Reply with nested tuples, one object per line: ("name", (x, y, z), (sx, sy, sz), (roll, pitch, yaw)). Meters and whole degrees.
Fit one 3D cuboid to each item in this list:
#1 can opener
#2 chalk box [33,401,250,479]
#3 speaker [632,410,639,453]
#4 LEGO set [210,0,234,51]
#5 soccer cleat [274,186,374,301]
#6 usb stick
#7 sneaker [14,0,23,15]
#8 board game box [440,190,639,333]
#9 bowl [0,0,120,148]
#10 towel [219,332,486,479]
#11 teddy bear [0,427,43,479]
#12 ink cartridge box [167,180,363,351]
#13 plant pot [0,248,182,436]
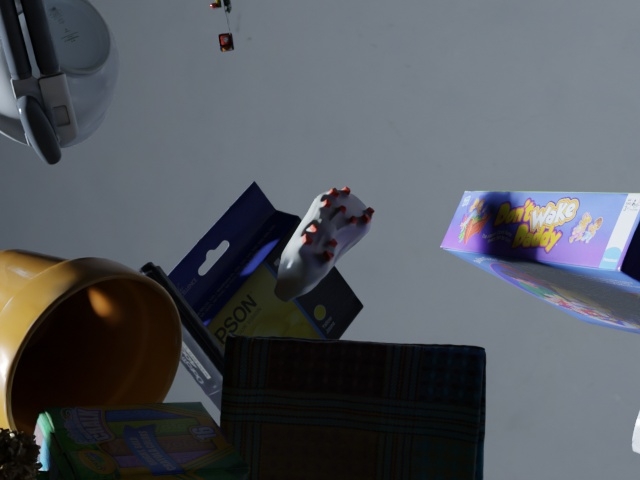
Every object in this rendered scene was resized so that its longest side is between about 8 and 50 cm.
("can opener", (-0.391, -0.241, 1.405), (0.095, 0.076, 0.283), (-122, 21, -53))
("chalk box", (-0.194, 0.237, 0.938), (0.132, 0.213, 0.132), (38, 121, 55))
("speaker", (0.284, 0.142, 0.694), (0.136, 0.055, 0.055), (20, 106, 32))
("LEGO set", (-0.163, -0.390, 1.455), (0.060, 0.244, 0.182), (-9, 50, 0))
("soccer cleat", (0.000, 0.000, 1.102), (0.068, 0.196, 0.076), (40, 119, 1))
("usb stick", (-0.173, 0.152, 1.437), (0.278, 0.045, 0.077), (53, 140, -5))
("sneaker", (-0.466, -0.440, 1.539), (0.105, 0.115, 0.281), (-31, 37, 3))
("board game box", (0.314, 0.031, 1.101), (0.078, 0.233, 0.347), (-66, 20, -6))
("bowl", (-0.432, -0.308, 1.654), (0.134, 0.298, 0.297), (-23, 81, 42))
("towel", (0.027, 0.284, 1.024), (0.272, 0.040, 0.370), (2, 92, 1))
("teddy bear", (-0.323, 0.207, 0.853), (0.338, 0.113, 0.245), (42, 111, 18))
("ink cartridge box", (-0.100, 0.111, 1.735), (0.072, 0.303, 0.307), (4, 137, 50))
("plant pot", (-0.280, 0.098, 1.059), (0.188, 0.205, 0.205), (24, 108, 39))
